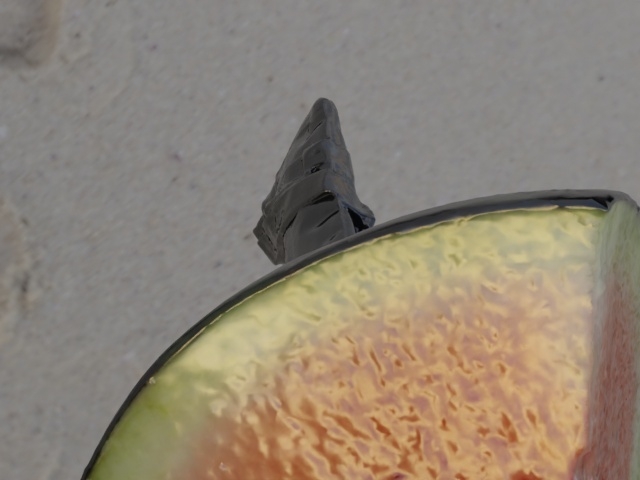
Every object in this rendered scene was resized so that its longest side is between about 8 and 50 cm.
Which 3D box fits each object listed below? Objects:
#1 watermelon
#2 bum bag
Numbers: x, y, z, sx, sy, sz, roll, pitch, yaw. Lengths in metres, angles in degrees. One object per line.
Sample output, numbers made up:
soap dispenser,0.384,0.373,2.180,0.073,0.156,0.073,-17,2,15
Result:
watermelon,0.034,0.055,0.472,0.137,0.193,0.145,50,24,-1
bum bag,0.000,0.000,1.253,0.060,0.123,0.248,8,36,-20
